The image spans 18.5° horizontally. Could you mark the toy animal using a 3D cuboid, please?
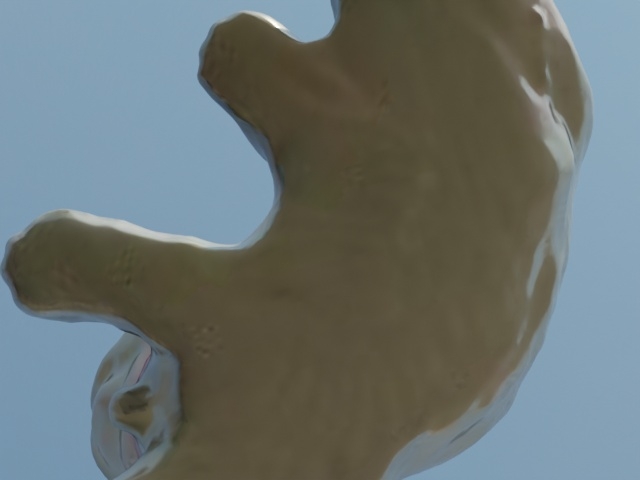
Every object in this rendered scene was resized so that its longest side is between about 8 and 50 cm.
[{"bbox_3d":[0.000,0.000,0.890,0.266,0.188,0.308,-10,-105,12],"label":"toy animal"}]
